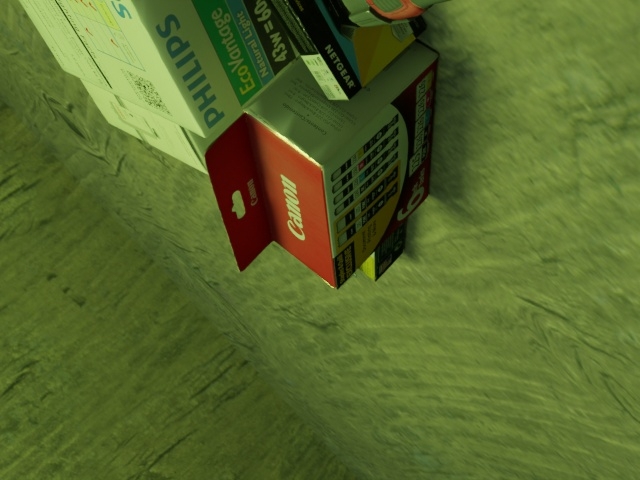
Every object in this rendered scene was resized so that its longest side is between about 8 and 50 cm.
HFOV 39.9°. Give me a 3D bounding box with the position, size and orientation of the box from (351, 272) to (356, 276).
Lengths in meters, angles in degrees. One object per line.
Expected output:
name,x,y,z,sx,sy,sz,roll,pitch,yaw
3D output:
box,0.000,0.000,1.412,0.109,0.042,0.178,35,159,26

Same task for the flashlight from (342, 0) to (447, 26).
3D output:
flashlight,0.130,-0.258,0.782,0.304,0.103,0.103,4,102,57

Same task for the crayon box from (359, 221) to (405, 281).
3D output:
crayon box,-0.007,-0.092,1.423,0.318,0.081,0.202,37,160,19

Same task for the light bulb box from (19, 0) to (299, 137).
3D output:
light bulb box,-0.240,-0.369,1.106,0.361,0.225,0.358,28,154,39

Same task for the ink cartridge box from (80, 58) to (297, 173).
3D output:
ink cartridge box,-0.196,-0.240,1.312,0.283,0.207,0.117,28,153,42

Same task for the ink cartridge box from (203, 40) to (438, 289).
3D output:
ink cartridge box,0.011,-0.082,1.113,0.130,0.272,0.309,37,160,22

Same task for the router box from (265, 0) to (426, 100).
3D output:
router box,0.018,-0.260,0.939,0.179,0.133,0.046,54,160,-26
